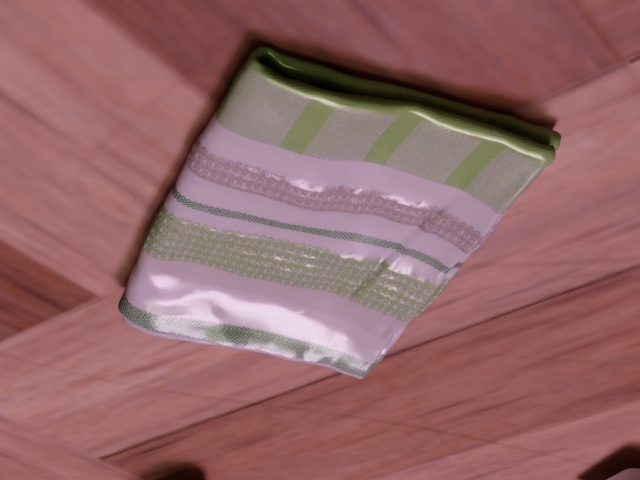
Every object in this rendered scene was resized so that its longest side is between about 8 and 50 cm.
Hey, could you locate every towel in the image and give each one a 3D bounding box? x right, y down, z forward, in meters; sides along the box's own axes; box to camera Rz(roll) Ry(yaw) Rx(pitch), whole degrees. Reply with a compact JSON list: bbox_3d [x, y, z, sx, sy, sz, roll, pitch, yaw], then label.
[{"bbox_3d":[0.000,0.000,0.415,0.113,0.023,0.152,11,144,-20],"label":"towel"}]

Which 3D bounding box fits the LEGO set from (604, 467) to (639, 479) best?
[{"bbox_3d":[0.232,0.198,0.691,0.244,0.060,0.182,12,147,-20],"label":"LEGO set"}]
